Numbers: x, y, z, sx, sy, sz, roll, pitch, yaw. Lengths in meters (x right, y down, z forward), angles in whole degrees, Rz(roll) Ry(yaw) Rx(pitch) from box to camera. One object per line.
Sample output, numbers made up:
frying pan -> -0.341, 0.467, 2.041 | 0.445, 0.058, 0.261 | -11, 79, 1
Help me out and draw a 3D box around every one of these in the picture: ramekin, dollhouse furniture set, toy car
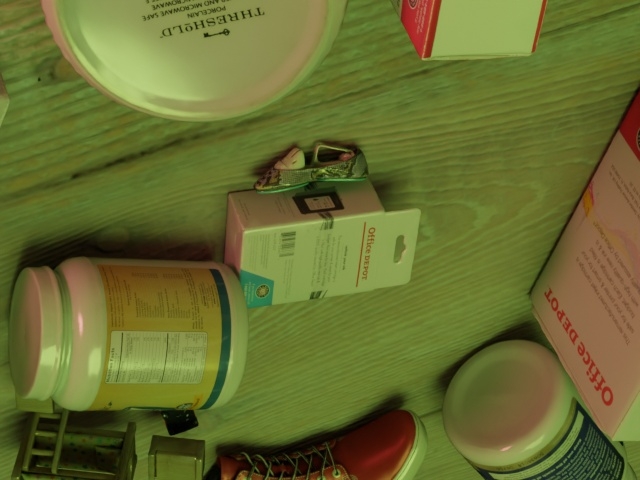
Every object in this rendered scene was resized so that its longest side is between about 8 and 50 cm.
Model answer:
ramekin -> -0.097, -0.214, 1.250 | 0.272, 0.127, 0.273 | -1, 128, -1
dollhouse furniture set -> -0.210, 0.199, 1.594 | 0.182, 0.101, 0.161 | 5, 130, 2
toy car -> -0.183, 0.193, 1.688 | 0.122, 0.040, 0.060 | -30, 141, 8

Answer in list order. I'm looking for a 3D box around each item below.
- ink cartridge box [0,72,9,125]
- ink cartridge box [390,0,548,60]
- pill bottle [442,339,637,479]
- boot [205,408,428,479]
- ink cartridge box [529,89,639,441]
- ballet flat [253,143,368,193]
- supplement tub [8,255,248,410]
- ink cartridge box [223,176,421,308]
ink cartridge box -> -0.433, -0.041, 1.354 | 0.261, 0.066, 0.296 | 8, 126, -30
ink cartridge box -> 0.099, -0.277, 1.250 | 0.100, 0.237, 0.172 | -5, 131, -16
pill bottle -> 0.260, 0.239, 1.837 | 0.153, 0.153, 0.265 | -34, 134, 9
boot -> -0.013, 0.251, 1.782 | 0.244, 0.088, 0.176 | -40, 132, 18
ink cartridge box -> 0.360, 0.021, 1.635 | 0.131, 0.226, 0.306 | 4, 129, -24
ballet flat -> -0.010, -0.071, 1.532 | 0.114, 0.041, 0.041 | -8, 132, -17
supplement tub -> -0.182, 0.088, 1.520 | 0.199, 0.144, 0.144 | 2, 128, -25
ink cartridge box -> 0.000, 0.000, 1.577 | 0.180, 0.060, 0.104 | -7, 131, -17
